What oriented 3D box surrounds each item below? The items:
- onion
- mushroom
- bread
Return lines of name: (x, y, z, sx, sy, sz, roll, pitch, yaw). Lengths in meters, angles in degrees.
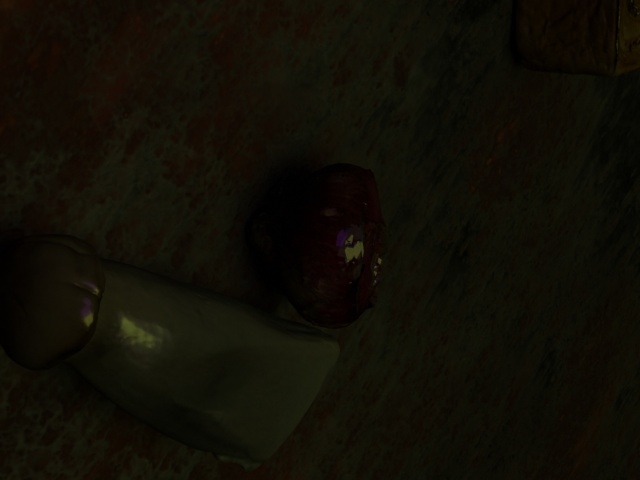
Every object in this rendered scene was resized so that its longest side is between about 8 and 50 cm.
onion: (0.000, 0.000, 1.406, 0.184, 0.147, 0.184, 12, 90, -85)
mushroom: (-0.143, 0.112, 1.276, 0.407, 0.137, 0.154, 25, 99, -47)
bread: (0.339, -0.286, 1.661, 0.149, 0.143, 0.158, -15, 115, -52)
